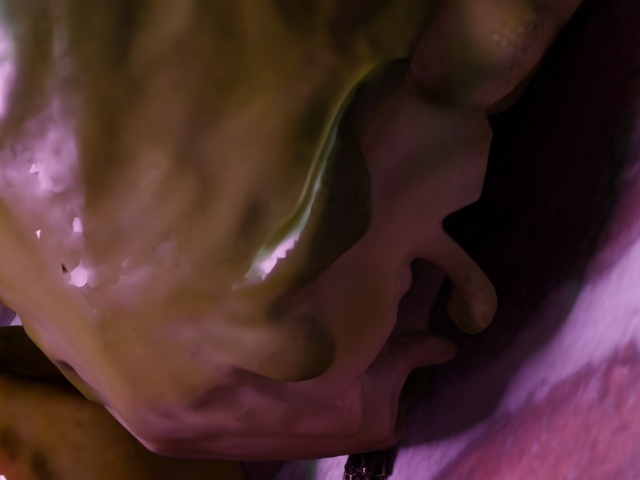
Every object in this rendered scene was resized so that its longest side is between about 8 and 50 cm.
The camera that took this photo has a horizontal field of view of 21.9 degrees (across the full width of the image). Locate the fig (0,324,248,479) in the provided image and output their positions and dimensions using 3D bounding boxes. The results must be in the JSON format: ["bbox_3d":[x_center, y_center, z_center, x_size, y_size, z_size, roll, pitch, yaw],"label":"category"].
[{"bbox_3d":[-0.150,0.170,0.934,0.271,0.239,0.239,64,-141,-70],"label":"fig"}]

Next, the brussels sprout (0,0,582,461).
[{"bbox_3d":[-0.042,-0.084,0.766,0.276,0.314,0.371,87,-170,-70],"label":"brussels sprout"}]

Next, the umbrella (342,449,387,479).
[{"bbox_3d":[0.024,0.090,0.798,0.031,0.020,0.083,96,-177,-58],"label":"umbrella"}]
